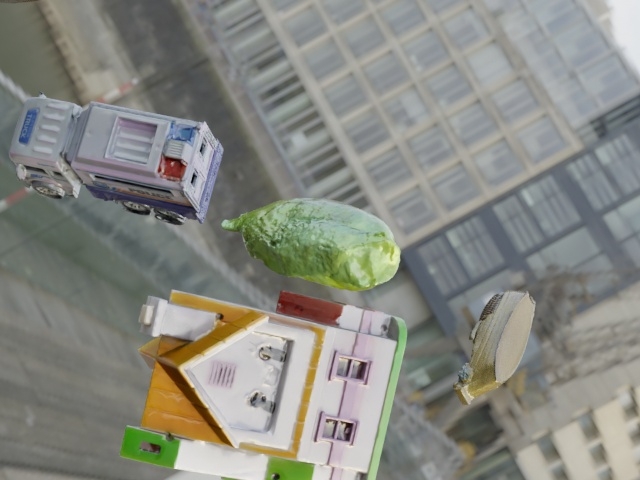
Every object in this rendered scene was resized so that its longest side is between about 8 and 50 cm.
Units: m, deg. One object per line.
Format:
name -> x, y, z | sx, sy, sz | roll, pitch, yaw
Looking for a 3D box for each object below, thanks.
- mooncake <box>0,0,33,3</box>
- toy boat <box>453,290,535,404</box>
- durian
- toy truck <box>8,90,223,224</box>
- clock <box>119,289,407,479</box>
mooncake -> -0.274, -0.250, 0.985 | 0.228, 0.228, 0.124 | 26, 68, -86
toy boat -> 0.166, 0.102, 1.276 | 0.047, 0.049, 0.149 | 58, 40, -25
durian -> 0.000, 0.000, 1.583 | 0.139, 0.101, 0.250 | 10, 8, -43
toy truck -> -0.277, -0.116, 1.745 | 0.155, 0.268, 0.124 | 69, 33, -73
clock -> -0.081, 0.168, 1.560 | 0.309, 0.235, 0.166 | 14, -3, -25
